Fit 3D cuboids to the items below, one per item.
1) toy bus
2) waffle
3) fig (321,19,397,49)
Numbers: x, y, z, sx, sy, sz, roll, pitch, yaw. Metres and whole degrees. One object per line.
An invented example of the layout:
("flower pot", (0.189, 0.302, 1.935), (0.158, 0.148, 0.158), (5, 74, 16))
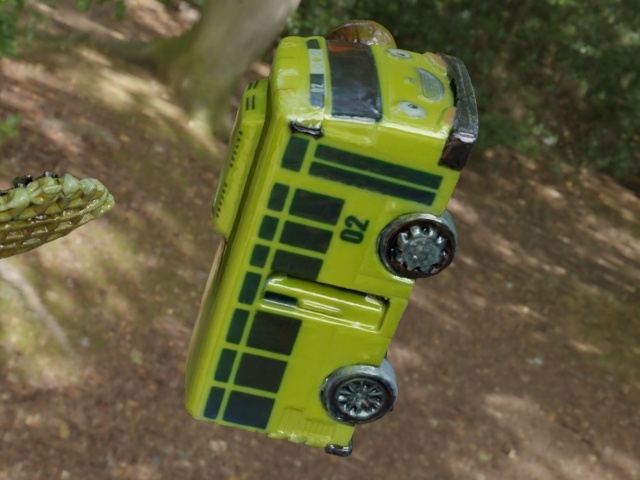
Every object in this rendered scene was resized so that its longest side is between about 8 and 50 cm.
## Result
("toy bus", (0.000, 0.000, 0.767), (0.150, 0.262, 0.128), (14, 32, -9))
("waffle", (-0.369, -0.028, 1.452), (0.208, 0.214, 0.054), (41, 26, -75))
("fig", (0.028, -0.166, 1.099), (0.082, 0.084, 0.098), (9, 7, -3))
